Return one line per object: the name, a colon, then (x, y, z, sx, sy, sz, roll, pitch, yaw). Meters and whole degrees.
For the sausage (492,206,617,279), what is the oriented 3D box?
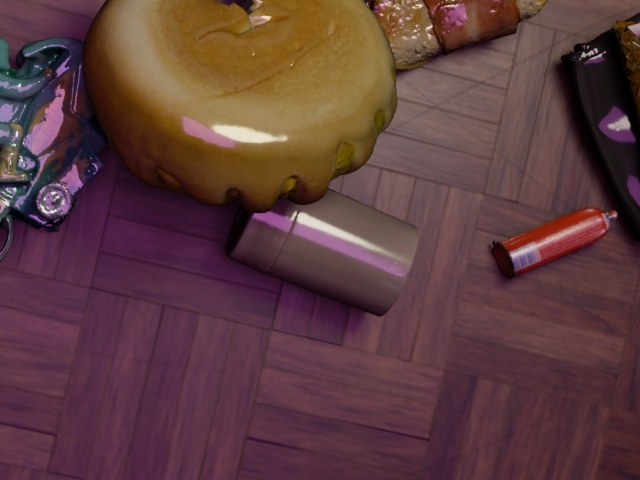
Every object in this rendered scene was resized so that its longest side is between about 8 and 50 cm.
sausage: (0.265, -0.005, 1.806, 0.145, 0.050, 0.048, -23, 121, -11)

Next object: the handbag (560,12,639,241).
handbag: (0.407, -0.144, 1.820, 0.223, 0.080, 0.247, -24, 96, -3)

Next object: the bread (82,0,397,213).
bread: (-0.079, -0.156, 1.636, 0.333, 0.160, 0.333, 12, 52, -15)

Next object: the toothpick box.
toothpick box: (0.000, 0.000, 1.719, 0.180, 0.111, 0.111, 22, 85, -11)

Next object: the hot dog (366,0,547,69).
hot dog: (0.152, -0.269, 1.763, 0.261, 0.093, 0.123, -19, 102, 4)

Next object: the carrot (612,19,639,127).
carrot: (0.370, -0.132, 1.746, 0.069, 0.069, 0.229, -17, 96, -11)

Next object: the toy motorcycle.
toy motorcycle: (-0.306, -0.110, 1.661, 0.198, 0.109, 0.296, 45, 75, -10)
